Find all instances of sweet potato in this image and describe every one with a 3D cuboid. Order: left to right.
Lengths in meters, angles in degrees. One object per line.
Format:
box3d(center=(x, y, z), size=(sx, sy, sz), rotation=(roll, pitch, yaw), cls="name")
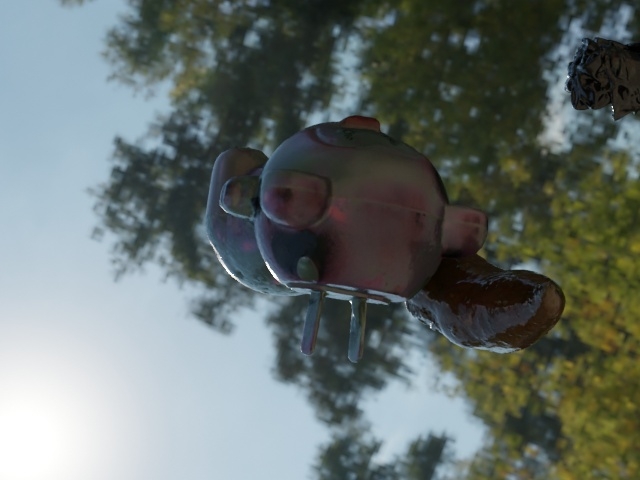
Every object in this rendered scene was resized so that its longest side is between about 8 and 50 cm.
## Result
box3d(center=(0.150, 0.059, 1.396), size=(0.095, 0.354, 0.106), rotation=(-42, -65, -17), cls="sweet potato")

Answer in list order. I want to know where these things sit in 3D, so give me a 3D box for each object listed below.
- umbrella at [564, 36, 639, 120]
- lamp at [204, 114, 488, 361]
box3d(center=(0.454, -0.199, 1.729), size=(0.110, 0.272, 0.122), rotation=(102, 180, -75), cls="umbrella")
box3d(center=(0.000, 0.000, 1.394), size=(0.247, 0.301, 0.248), rotation=(14, -100, -27), cls="lamp")
